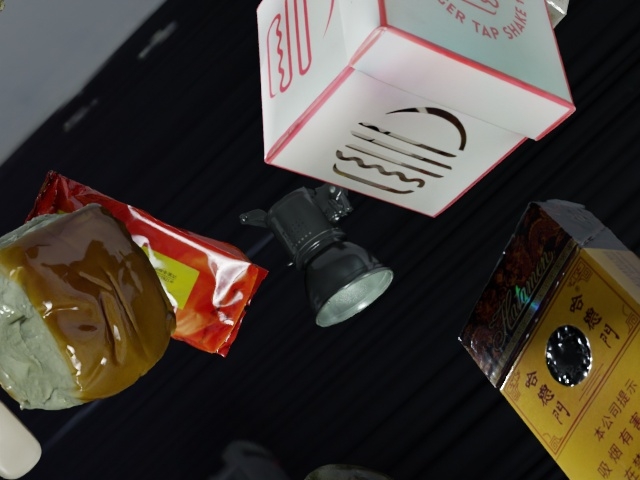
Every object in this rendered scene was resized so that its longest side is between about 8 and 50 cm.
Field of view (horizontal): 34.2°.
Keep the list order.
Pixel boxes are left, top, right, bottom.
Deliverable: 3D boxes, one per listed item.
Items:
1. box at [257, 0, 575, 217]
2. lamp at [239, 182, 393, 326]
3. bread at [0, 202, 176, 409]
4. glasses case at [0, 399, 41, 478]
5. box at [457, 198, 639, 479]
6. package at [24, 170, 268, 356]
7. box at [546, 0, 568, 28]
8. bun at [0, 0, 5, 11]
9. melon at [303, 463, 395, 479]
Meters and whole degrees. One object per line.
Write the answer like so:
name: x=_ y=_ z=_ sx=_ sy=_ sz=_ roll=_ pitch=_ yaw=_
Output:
box: x=0.113 y=-0.258 z=1.427 sx=0.314 sy=0.300 sz=0.312 roll=16 pitch=-130 yaw=-29
lamp: x=0.000 y=0.000 z=1.659 sx=0.227 sy=0.172 sz=0.147 roll=56 pitch=-157 yaw=21
bread: x=-0.360 y=0.093 z=1.491 sx=0.279 sy=0.225 sz=0.250 roll=58 pitch=-147 yaw=-5
glasses case: x=-0.530 y=0.297 z=1.662 sx=0.196 sy=0.083 sz=0.050 roll=56 pitch=160 yaw=-23
box: x=0.375 y=0.161 z=1.399 sx=0.115 sy=0.264 sz=0.415 roll=2 pitch=-145 yaw=-33
package: x=-0.317 y=0.044 z=1.831 sx=0.423 sy=0.196 sz=0.123 roll=24 pitch=177 yaw=-17
box: x=0.320 y=-0.342 z=1.883 sx=0.051 sy=0.365 sz=0.205 roll=34 pitch=-138 yaw=-10
bun: x=-0.519 y=-0.327 z=1.114 sx=0.362 sy=0.326 sz=0.234 roll=17 pitch=-140 yaw=9
melon: x=0.047 y=0.325 z=1.267 sx=0.162 sy=0.099 sz=0.099 roll=17 pitch=169 yaw=33
